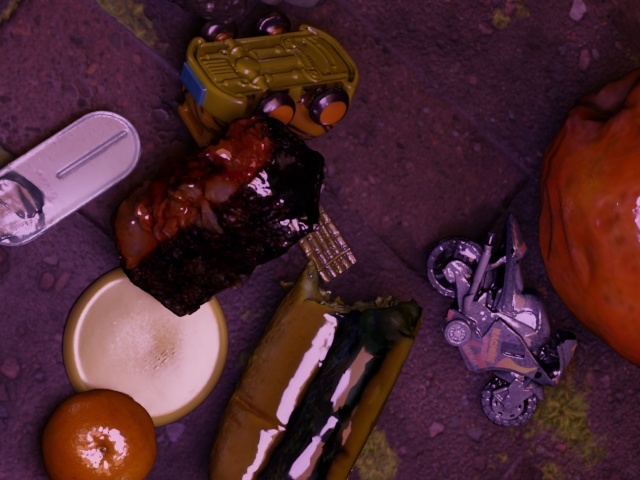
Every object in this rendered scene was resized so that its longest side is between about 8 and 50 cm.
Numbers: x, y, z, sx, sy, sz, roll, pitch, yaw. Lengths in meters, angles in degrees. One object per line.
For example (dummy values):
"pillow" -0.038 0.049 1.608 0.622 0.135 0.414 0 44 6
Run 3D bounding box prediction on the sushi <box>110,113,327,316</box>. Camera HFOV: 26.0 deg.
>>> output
"sushi" -0.143 -0.042 1.819 0.182 0.343 0.196 48 38 -17

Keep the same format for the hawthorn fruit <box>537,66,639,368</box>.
"hawthorn fruit" 0.522 -0.042 1.980 0.472 0.472 0.471 0 91 -19

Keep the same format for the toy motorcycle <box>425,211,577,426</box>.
"toy motorcycle" 0.271 0.120 2.013 0.173 0.108 0.307 -20 100 16

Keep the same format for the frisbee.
"frisbee" -0.240 0.145 1.926 0.236 0.017 0.235 0 91 -19

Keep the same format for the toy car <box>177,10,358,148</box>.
"toy car" -0.076 -0.201 1.894 0.248 0.200 0.142 -8 138 -29

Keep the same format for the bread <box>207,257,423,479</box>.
"bread" -0.014 0.225 1.893 0.208 0.251 0.376 22 83 10

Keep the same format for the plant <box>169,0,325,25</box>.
"plant" -0.102 -0.364 1.853 0.275 0.149 0.146 -4 69 -54

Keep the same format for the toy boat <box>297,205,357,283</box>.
"toy boat" 0.000 0.000 2.005 0.063 0.016 0.115 -36 102 -14

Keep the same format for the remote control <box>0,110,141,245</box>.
"remote control" -0.354 -0.084 1.864 0.247 0.052 0.104 -34 100 -15

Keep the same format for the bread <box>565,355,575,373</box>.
"bread" 0.329 0.190 2.100 0.110 0.060 0.066 -25 128 -15

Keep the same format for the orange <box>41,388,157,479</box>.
"orange" -0.295 0.274 1.851 0.155 0.134 0.154 2 82 -11
